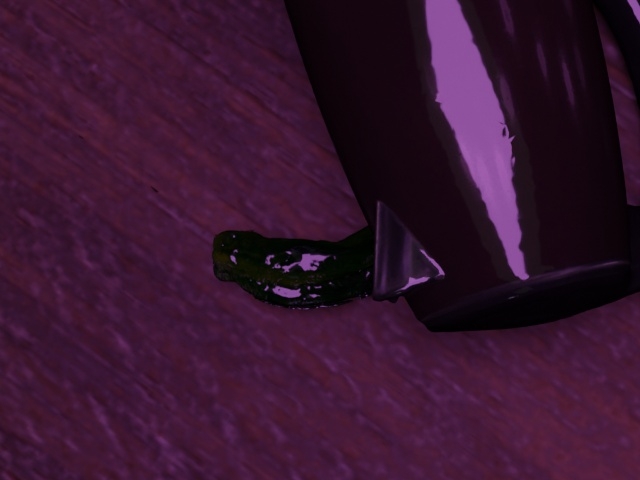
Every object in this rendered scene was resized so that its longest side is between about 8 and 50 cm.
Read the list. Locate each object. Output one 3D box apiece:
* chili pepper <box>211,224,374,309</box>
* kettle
[{"bbox_3d":[0.003,0.006,0.791,0.118,0.035,0.055,-18,80,2],"label":"chili pepper"},{"bbox_3d":[0.086,-0.074,0.753,0.202,0.144,0.232,-11,81,-32],"label":"kettle"}]
